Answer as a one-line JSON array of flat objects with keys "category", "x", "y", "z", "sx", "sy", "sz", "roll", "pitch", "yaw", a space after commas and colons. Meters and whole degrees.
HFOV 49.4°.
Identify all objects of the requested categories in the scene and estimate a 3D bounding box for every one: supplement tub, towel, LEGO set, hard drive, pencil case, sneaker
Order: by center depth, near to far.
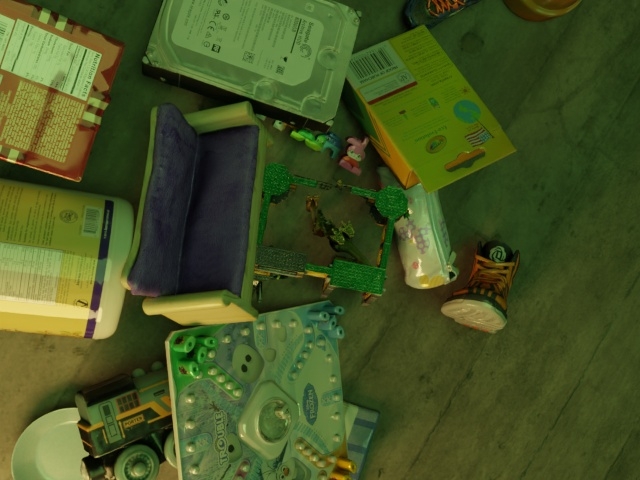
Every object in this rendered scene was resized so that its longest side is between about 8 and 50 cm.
[{"category": "supplement tub", "x": -0.480, "y": 0.025, "z": 1.104, "sx": 0.331, "sy": 0.241, "sz": 0.241, "roll": 9, "pitch": 94, "yaw": -19}, {"category": "hard drive", "x": -0.114, "y": -0.347, "z": 1.216, "sx": 0.338, "sy": 0.064, "sz": 0.237, "roll": 18, "pitch": 75, "yaw": -11}, {"category": "LEGO set", "x": -0.007, "y": -0.224, "z": 1.311, "sx": 0.227, "sy": 0.087, "sz": 0.093, "roll": 28, "pitch": 101, "yaw": -19}, {"category": "LEGO set", "x": 0.000, "y": 0.000, "z": 1.321, "sx": 0.330, "sy": 0.192, "sz": 0.255, "roll": 3, "pitch": 77, "yaw": -5}, {"category": "sneaker", "x": 0.260, "y": -0.484, "z": 1.369, "sx": 0.221, "sy": 0.087, "sz": 0.083, "roll": -33, "pitch": 105, "yaw": -12}, {"category": "sneaker", "x": 0.322, "y": 0.079, "z": 1.374, "sx": 0.124, "sy": 0.321, "sz": 0.180, "roll": 17, "pitch": 84, "yaw": 12}, {"category": "pencil case", "x": 0.195, "y": -0.040, "z": 1.385, "sx": 0.113, "sy": 0.124, "sz": 0.273, "roll": -19, "pitch": 102, "yaw": -12}, {"category": "towel", "x": -0.031, "y": 0.411, "z": 1.415, "sx": 0.284, "sy": 0.034, "sz": 0.209, "roll": 20, "pitch": 88, "yaw": -22}]

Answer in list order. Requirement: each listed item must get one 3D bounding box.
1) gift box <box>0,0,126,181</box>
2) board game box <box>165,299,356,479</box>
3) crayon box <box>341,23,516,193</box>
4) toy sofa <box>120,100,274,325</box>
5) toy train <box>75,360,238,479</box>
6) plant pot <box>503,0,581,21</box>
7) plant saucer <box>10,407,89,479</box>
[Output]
[{"category": "gift box", "x": -0.471, "y": -0.252, "z": 1.061, "sx": 0.276, "sy": 0.258, "sz": 0.255, "roll": 23, "pitch": 89, "yaw": -27}, {"category": "board game box", "x": -0.084, "y": 0.328, "z": 1.265, "sx": 0.389, "sy": 0.050, "sz": 0.390, "roll": -7, "pitch": 92, "yaw": -44}, {"category": "crayon box", "x": 0.188, "y": -0.233, "z": 1.298, "sx": 0.202, "sy": 0.081, "sz": 0.319, "roll": -25, "pitch": 69, "yaw": -14}, {"category": "toy sofa", "x": -0.187, "y": -0.053, "z": 1.134, "sx": 0.177, "sy": 0.150, "sz": 0.363, "roll": 47, "pitch": 42, "yaw": -57}, {"category": "toy train", "x": -0.275, "y": 0.310, "z": 1.250, "sx": 0.333, "sy": 0.142, "sz": 0.190, "roll": -18, "pitch": 94, "yaw": -29}, {"category": "plant pot", "x": 0.485, "y": -0.556, "z": 1.382, "sx": 0.205, "sy": 0.188, "sz": 0.205, "roll": -2, "pitch": 98, "yaw": -18}, {"category": "plant saucer", "x": -0.456, "y": 0.392, "z": 1.267, "sx": 0.194, "sy": 0.037, "sz": 0.195, "roll": -3, "pitch": 98, "yaw": -19}]
